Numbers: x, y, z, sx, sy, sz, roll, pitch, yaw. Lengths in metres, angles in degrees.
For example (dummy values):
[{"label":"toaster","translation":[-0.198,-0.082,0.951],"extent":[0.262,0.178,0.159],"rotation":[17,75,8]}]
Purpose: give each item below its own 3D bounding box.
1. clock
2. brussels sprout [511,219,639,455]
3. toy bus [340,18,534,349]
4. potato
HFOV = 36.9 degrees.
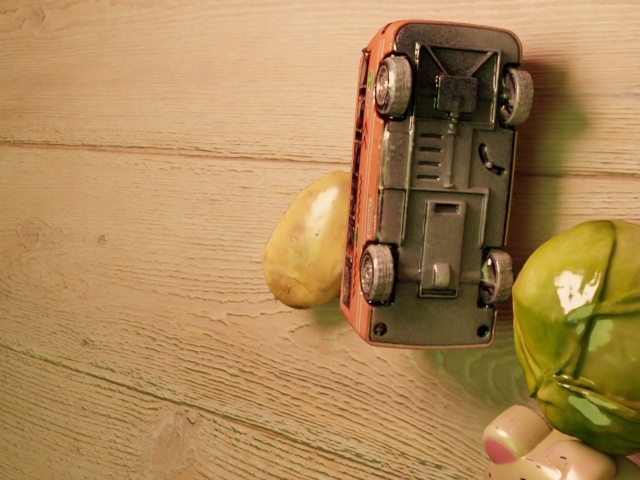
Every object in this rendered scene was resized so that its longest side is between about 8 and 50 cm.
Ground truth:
[{"label":"clock","translation":[0.332,0.365,1.191],"extent":[0.309,0.114,0.284],"rotation":[32,144,39]},{"label":"brussels sprout","translation":[0.348,0.110,1.139],"extent":[0.294,0.227,0.259],"rotation":[-118,33,-70]},{"label":"toy bus","translation":[0.144,-0.077,1.312],"extent":[0.233,0.203,0.427],"rotation":[-149,63,-74]},{"label":"potato","translation":[-0.004,-0.002,1.532],"extent":[0.161,0.128,0.235],"rotation":[14,98,25]}]
